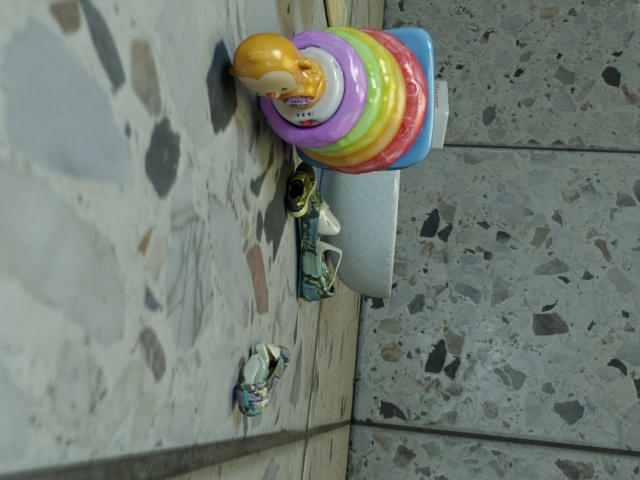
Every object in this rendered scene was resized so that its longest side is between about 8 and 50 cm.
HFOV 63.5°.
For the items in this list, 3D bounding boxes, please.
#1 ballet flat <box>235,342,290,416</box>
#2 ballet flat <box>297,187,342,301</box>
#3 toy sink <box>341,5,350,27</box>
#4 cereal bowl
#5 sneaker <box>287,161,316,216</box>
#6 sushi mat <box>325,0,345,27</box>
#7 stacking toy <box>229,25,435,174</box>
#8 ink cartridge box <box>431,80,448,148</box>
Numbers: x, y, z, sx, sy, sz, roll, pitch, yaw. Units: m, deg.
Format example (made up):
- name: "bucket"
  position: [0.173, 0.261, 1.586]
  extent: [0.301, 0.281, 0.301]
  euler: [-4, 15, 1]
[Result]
- name: "ballet flat"
  position: [-0.055, 0.123, 0.507]
  extent: [0.114, 0.041, 0.041]
  euler: [-66, 158, -70]
- name: "ballet flat"
  position: [0.000, 0.000, 0.742]
  extent: [0.070, 0.070, 0.188]
  euler: [-69, 161, -64]
- name: "toy sink"
  position: [0.101, -0.337, 1.058]
  extent: [0.153, 0.131, 0.234]
  euler: [67, 27, -73]
- name: "cereal bowl"
  position: [0.077, -0.063, 0.978]
  extent: [0.339, 0.141, 0.338]
  euler: [3, 90, -82]
- name: "sneaker"
  position: [-0.024, -0.071, 0.656]
  extent: [0.035, 0.031, 0.083]
  euler: [79, 16, -58]
- name: "sushi mat"
  position: [0.020, -0.455, 0.844]
  extent: [0.316, 0.019, 0.151]
  euler: [64, 29, -74]
- name: "stacking toy"
  position: [0.006, -0.145, 0.503]
  extent: [0.302, 0.175, 0.165]
  euler: [-22, 113, -69]
- name: "ink cartridge box"
  position: [0.177, -0.304, 1.230]
  extent: [0.172, 0.237, 0.100]
  euler: [-77, 168, -48]
